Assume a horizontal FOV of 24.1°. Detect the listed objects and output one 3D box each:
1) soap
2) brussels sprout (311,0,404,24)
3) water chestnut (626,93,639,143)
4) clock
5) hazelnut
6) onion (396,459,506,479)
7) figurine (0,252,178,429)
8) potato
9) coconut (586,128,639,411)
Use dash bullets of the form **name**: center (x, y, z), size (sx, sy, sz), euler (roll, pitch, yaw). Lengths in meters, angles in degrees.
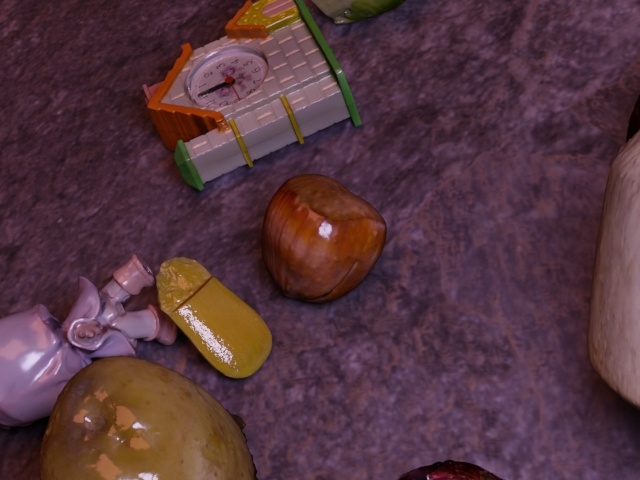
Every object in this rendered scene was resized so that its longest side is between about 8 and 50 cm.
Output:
- **soap**: center (-0.131, 0.090, 1.767), size (0.168, 0.033, 0.089), euler (42, 57, -3)
- **brussels sprout**: center (0.063, -0.386, 2.093), size (0.161, 0.144, 0.180), euler (40, 94, 19)
- **water chestnut**: center (0.457, -0.126, 1.678), size (0.224, 0.238, 0.223), euler (-4, 57, 6)
- **clock**: center (-0.105, -0.204, 2.016), size (0.255, 0.106, 0.220), euler (-25, 47, -2)
- **hazelnut**: center (0.000, 0.000, 1.801), size (0.150, 0.150, 0.150), euler (-10, 48, 11)
- **onion**: center (0.123, 0.331, 1.450), size (0.140, 0.195, 0.218), euler (44, 109, 40)
- **figurine**: center (-0.306, 0.125, 1.786), size (0.276, 0.133, 0.200), euler (-30, 44, -9)
- **potato**: center (-0.196, 0.245, 1.595), size (0.242, 0.242, 0.285), euler (-1, 53, 18)
- **coconut**: center (0.441, 0.049, 1.458), size (0.345, 0.415, 0.415), euler (-4, 46, -12)
